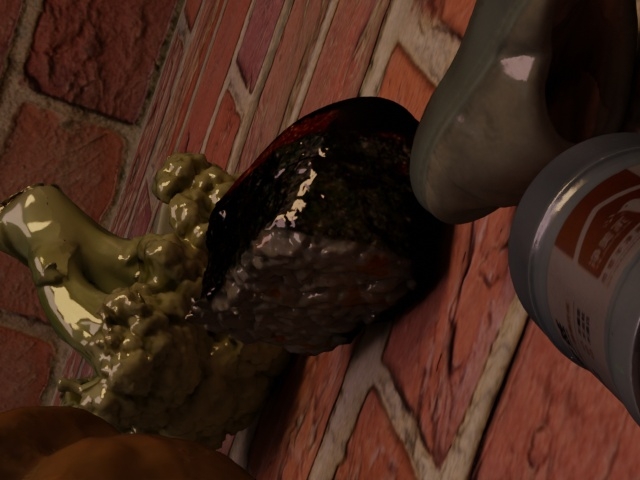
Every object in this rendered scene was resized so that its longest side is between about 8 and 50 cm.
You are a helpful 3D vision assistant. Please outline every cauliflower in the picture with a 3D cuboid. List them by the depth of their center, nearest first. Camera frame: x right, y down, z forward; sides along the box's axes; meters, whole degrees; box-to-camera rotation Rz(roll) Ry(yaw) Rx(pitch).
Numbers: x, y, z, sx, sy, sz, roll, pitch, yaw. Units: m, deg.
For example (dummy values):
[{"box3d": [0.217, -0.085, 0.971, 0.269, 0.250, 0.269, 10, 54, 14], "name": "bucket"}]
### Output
[{"box3d": [-0.142, 0.047, 1.435, 0.260, 0.281, 0.327, -32, 13, 21], "name": "cauliflower"}]

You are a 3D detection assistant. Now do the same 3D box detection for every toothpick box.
[{"box3d": [0.141, 0.020, 0.647, 0.153, 0.101, 0.101, -126, 54, -73], "name": "toothpick box"}]

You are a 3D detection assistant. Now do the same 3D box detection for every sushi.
[{"box3d": [0.000, 0.000, 1.185, 0.225, 0.136, 0.126, -43, 35, 52], "name": "sushi"}]

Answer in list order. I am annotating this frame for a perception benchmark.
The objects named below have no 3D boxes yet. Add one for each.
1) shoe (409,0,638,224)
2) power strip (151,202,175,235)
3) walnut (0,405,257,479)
[{"box3d": [0.123, -0.079, 0.895, 0.100, 0.103, 0.251, 48, 150, 24], "name": "shoe"}, {"box3d": [-0.159, 0.126, 1.767, 0.062, 0.091, 0.385, 124, 158, -55], "name": "power strip"}, {"box3d": [-0.148, 0.300, 1.042, 0.383, 0.384, 0.383, -163, 90, -77], "name": "walnut"}]
